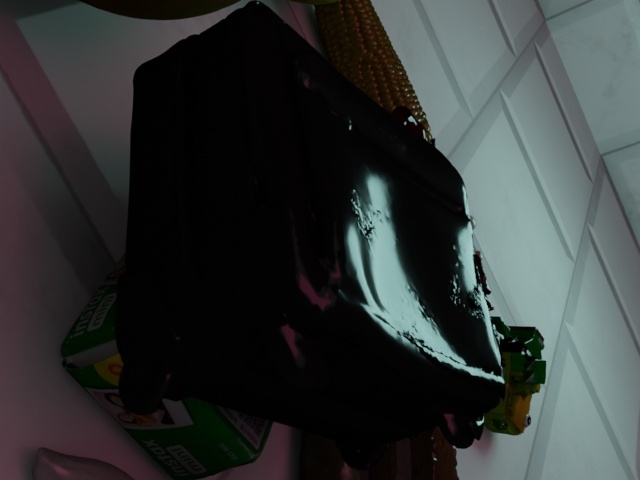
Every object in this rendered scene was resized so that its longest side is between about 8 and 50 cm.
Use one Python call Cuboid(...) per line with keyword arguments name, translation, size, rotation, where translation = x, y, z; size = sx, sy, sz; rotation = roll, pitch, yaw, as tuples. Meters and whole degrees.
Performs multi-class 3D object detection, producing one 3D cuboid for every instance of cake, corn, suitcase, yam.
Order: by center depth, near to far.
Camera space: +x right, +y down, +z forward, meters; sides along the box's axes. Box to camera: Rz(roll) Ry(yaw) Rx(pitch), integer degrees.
Cuboid(name="suitcase", translation=(0.000, 0.000, 0.702), size=(0.345, 0.188, 0.339), rotation=(29, 45, -47))
Cuboid(name="yam", translation=(0.010, 0.260, 0.863), size=(0.068, 0.068, 0.169), rotation=(40, 43, -42))
Cuboid(name="cake", translation=(0.090, 0.277, 0.916), size=(0.112, 0.115, 0.295), rotation=(0, 80, -60))
Cuboid(name="corn", translation=(0.073, -0.244, 1.227), size=(0.106, 0.106, 0.305), rotation=(-27, 94, -60))

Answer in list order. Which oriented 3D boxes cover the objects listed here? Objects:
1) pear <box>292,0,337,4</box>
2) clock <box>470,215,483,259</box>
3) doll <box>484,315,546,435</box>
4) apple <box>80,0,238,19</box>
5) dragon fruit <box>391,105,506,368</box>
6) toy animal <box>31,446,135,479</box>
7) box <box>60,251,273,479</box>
Cuboid(name="pear", translation=(-0.010, -0.446, 1.061), size=(0.283, 0.283, 0.284), rotation=(36, 44, -45))
Cuboid(name="clock", translation=(0.164, 0.025, 1.227), size=(0.194, 0.100, 0.196), rotation=(39, 40, -37))
Cuboid(name="doll", translation=(0.303, 0.220, 1.330), size=(0.134, 0.106, 0.186), rotation=(13, 78, -50))
Cuboid(name="apple", translation=(-0.134, -0.383, 0.692), size=(0.374, 0.384, 0.374), rotation=(14, 48, -16))
Cuboid(name="dragon fruit", translation=(0.085, 0.023, 1.068), size=(0.286, 0.228, 0.329), rotation=(55, 17, -56))
Cuboid(name="toy animal", translation=(-0.125, 0.235, 0.640), size=(0.220, 0.131, 0.104), rotation=(18, 26, -26))
Cuboid(name="box", translation=(-0.105, 0.071, 0.749), size=(0.180, 0.103, 0.250), rotation=(55, 35, -25))
